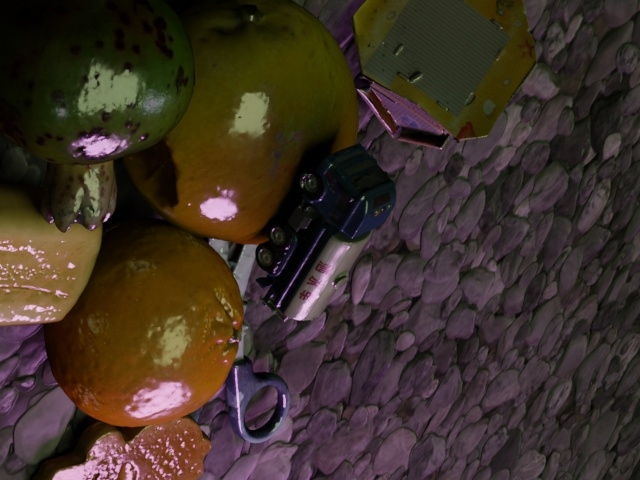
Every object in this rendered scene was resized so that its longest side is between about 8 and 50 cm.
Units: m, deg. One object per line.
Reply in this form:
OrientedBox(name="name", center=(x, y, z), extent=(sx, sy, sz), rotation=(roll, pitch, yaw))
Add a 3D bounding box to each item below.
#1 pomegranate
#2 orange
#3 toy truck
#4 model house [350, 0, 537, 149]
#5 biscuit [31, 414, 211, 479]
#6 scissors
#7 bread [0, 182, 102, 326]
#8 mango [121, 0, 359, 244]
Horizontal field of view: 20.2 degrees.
OrientedBox(name="pomegranate", center=(-0.211, -0.126, 1.597), extent=(0.202, 0.202, 0.248), rotation=(-16, 119, -48))
OrientedBox(name="orange", center=(-0.179, 0.086, 1.843), extent=(0.219, 0.193, 0.219), rotation=(-16, 112, -45))
OrientedBox(name="toy truck", center=(0.000, 0.000, 1.797), extent=(0.074, 0.088, 0.202), rotation=(-22, 152, -46))
OrientedBox(name="model house", center=(0.132, -0.224, 2.082), extent=(0.219, 0.207, 0.136), rotation=(-58, -174, -18))
OrientedBox(name="biscuit", center=(-0.225, 0.258, 2.042), extent=(0.225, 0.036, 0.166), rotation=(-26, 133, -25))
OrientedBox(name="scissors", center=(-0.110, 0.103, 2.093), extent=(0.256, 0.029, 0.383), rotation=(-15, 126, -41))
OrientedBox(name="bread", center=(-0.306, 0.011, 1.678), extent=(0.217, 0.098, 0.147), rotation=(6, 111, -54))
OrientedBox(name="mango", center=(-0.067, -0.106, 1.826), extent=(0.253, 0.182, 0.365), rotation=(-51, 149, -7))
